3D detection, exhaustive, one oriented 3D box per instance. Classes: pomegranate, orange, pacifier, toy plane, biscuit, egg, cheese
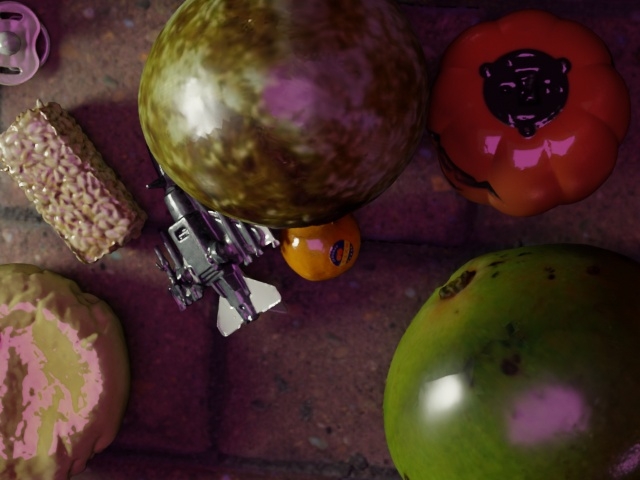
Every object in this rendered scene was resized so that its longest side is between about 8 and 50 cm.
[{"bbox_3d":[0.226,0.183,1.024,0.310,0.216,0.358,-35,91,14],"label":"pomegranate"},{"bbox_3d":[0.000,-0.001,1.088,0.084,0.083,0.083,1,100,5],"label":"orange"},{"bbox_3d":[-0.302,-0.194,1.086,0.068,0.064,0.083,3,101,-13],"label":"pacifier"},{"bbox_3d":[-0.121,-0.002,1.100,0.160,0.082,0.234,-34,97,36],"label":"toy plane"},{"bbox_3d":[-0.250,-0.057,1.103,0.082,0.070,0.168,-36,97,17],"label":"biscuit"},{"bbox_3d":[-0.042,-0.126,0.985,0.289,0.238,0.238,-11,101,38],"label":"egg"},{"bbox_3d":[-0.301,0.141,1.124,0.214,0.117,0.226,19,97,-5],"label":"cheese"}]

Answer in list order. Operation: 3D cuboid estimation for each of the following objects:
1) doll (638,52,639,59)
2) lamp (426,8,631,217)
[{"bbox_3d":[0.363,-0.167,1.047,0.078,0.077,0.113,-41,62,18],"label":"doll"},{"bbox_3d":[0.190,-0.113,1.014,0.188,0.164,0.187,-3,76,13],"label":"lamp"}]
